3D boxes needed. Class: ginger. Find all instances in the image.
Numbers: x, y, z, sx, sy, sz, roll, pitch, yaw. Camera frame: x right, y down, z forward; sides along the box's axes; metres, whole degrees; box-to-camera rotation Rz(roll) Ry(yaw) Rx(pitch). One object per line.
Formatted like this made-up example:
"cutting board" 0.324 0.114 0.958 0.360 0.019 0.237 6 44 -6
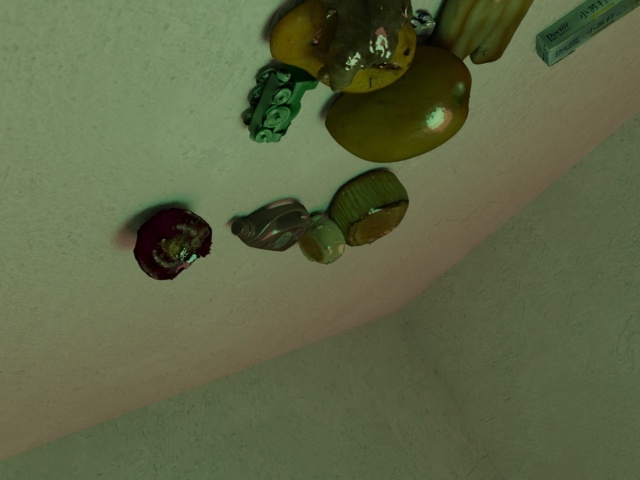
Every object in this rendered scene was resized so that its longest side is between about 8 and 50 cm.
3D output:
"ginger" 0.056 -0.381 0.790 0.165 0.080 0.333 -3 123 -5

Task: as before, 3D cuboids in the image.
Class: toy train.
"toy train" -0.081 -0.258 1.031 0.104 0.071 0.178 -20 159 -37

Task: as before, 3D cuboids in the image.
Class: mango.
"mango" 0.055 -0.341 0.950 0.294 0.120 0.177 -11 150 -43
"mango" 0.166 -0.276 1.143 0.317 0.212 0.173 -20 -163 23

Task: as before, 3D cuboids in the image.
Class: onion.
"onion" -0.342 -0.003 1.210 0.173 0.135 0.198 -43 -156 -18

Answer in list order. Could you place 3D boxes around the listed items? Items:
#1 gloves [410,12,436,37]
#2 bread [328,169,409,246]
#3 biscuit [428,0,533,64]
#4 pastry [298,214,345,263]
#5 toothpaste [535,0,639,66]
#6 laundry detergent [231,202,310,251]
"gloves" 0.192 -0.428 1.081 0.086 0.026 0.064 -20 156 -15
"bread" 0.147 -0.094 1.643 0.227 0.143 0.253 -25 162 -20
"biscuit" 0.343 -0.472 1.134 0.236 0.062 0.291 -23 157 -19
"pastry" 0.000 0.000 1.636 0.088 0.166 0.166 -34 164 -31
"toothpaste" 0.707 -0.580 1.396 0.312 0.071 0.089 -34 156 9
"laundry detergent" -0.126 -0.045 1.464 0.171 0.076 0.237 -39 156 19
